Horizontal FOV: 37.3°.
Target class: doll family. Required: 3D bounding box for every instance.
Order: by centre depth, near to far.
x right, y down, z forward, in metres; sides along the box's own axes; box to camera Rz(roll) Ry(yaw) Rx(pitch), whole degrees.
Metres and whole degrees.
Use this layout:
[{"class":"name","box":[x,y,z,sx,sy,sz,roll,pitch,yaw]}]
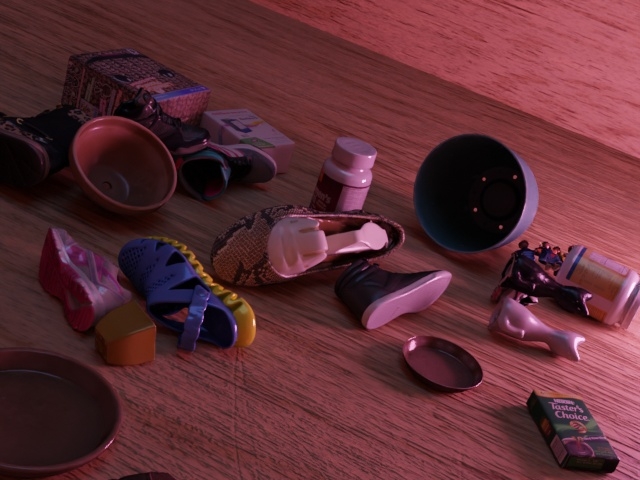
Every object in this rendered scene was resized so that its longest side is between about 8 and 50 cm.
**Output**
[{"class":"doll family","box":[0.583,0.044,2.418,0.193,0.076,0.111,15,46,-19]}]

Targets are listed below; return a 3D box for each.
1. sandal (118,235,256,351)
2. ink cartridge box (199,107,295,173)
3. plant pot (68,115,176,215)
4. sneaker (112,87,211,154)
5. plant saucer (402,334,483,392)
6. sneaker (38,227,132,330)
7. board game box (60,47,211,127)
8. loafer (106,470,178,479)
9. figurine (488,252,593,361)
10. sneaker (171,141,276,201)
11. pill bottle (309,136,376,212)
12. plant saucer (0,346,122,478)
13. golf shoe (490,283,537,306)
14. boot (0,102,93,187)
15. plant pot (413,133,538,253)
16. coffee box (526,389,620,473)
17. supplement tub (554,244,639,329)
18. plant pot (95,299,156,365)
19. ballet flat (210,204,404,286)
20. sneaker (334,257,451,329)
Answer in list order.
[{"class":"sandal","box":[-0.267,0.099,1.734,0.317,0.126,0.138,33,34,28]},{"class":"ink cartridge box","box":[-0.197,-0.258,2.477,0.154,0.093,0.212,-11,37,-43]},{"class":"plant pot","box":[-0.438,-0.141,2.038,0.237,0.110,0.237,21,49,-27]},{"class":"sneaker","box":[-0.355,-0.267,2.133,0.228,0.130,0.087,6,34,-11]},{"class":"plant saucer","box":[0.237,0.248,1.869,0.168,0.029,0.168,15,28,-8]},{"class":"sneaker","box":[-0.428,0.068,1.722,0.111,0.103,0.252,-2,39,-42]},{"class":"board game box","box":[-0.477,-0.369,2.452,0.291,0.141,0.232,29,29,21]},{"class":"loafer","box":[-0.128,0.402,1.228,0.366,0.133,0.130,31,30,23]},{"class":"figurine","box":[0.495,0.155,2.097,0.209,0.092,0.215,23,51,-1]},{"class":"sneaker","box":[-0.226,-0.164,2.249,0.296,0.123,0.178,12,32,-25]},{"class":"pill bottle","box":[0.051,-0.125,2.238,0.121,0.221,0.121,15,27,-8]},{"class":"plant saucer","box":[-0.436,0.257,1.412,0.278,0.041,0.278,14,28,-8]},{"class":"golf shoe","box":[0.481,0.121,2.229,0.186,0.067,0.086,-25,57,-41]},{"class":"boot","box":[-0.675,-0.240,2.092,0.377,0.138,0.284,21,22,20]},{"class":"plant pot","box":[0.415,-0.108,2.394,0.293,0.293,0.235,34,14,27]},{"class":"coffee box","box":[0.474,0.359,1.796,0.113,0.040,0.184,10,28,-16]},{"class":"supplement tub","box":[0.669,0.113,2.269,0.200,0.144,0.144,28,28,18]},{"class":"plant pot","box":[-0.336,0.165,1.611,0.083,0.081,0.081,-18,43,-33]},{"class":"ballet flat","box":[0.000,0.000,2.006,0.483,0.164,0.182,-7,3,-44]},{"class":"sneaker","box":[0.153,0.086,2.032,0.296,0.104,0.147,-17,48,-43]}]
